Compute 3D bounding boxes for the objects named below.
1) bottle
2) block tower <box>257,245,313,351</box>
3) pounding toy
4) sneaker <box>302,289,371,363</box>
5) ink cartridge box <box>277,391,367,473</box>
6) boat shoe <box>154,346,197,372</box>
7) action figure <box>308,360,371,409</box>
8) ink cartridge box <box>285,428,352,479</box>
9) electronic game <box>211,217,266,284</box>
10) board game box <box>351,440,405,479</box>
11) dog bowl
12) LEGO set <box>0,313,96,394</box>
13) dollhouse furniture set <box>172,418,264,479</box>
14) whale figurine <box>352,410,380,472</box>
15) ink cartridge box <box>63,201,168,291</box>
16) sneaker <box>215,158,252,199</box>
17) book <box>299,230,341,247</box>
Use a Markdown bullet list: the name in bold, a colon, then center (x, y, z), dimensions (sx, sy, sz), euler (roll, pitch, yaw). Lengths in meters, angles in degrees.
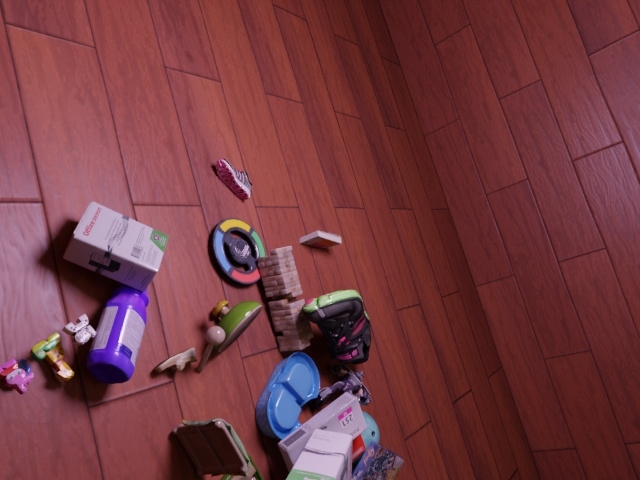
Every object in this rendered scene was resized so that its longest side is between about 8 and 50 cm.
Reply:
- **bottle**: center (-0.480, 0.199, 1.292), dimensions (0.118, 0.092, 0.282), euler (79, 8, -49)
- **block tower**: center (-0.117, 0.192, 1.765), dimensions (0.091, 0.097, 0.335), euler (-13, 91, -59)
- **pounding toy**: center (-0.282, 0.233, 1.521), dimensions (0.110, 0.183, 0.237), euler (41, 39, 7)
- **sneaker**: center (0.087, 0.307, 1.818), dimensions (0.483, 0.185, 0.202), euler (47, 27, -57)
- **ink cartridge box**: center (0.027, 0.637, 1.615), dimensions (0.275, 0.060, 0.238), euler (-29, 111, -29)
- **boat shoe**: center (-0.379, 0.325, 1.412), dimensions (0.135, 0.050, 0.045), euler (-20, 82, -55)
- **action figure**: center (0.085, 0.518, 1.851), dimensions (0.185, 0.099, 0.285), euler (38, 28, 19)
- **ink cartridge box**: center (-0.002, 0.662, 1.394), dimensions (0.289, 0.122, 0.211), euler (-28, 121, -73)
- **electronic game**: center (-0.263, 0.034, 1.729), dimensions (0.229, 0.048, 0.229), euler (30, 49, -41)
- **board game box**: center (0.165, 0.803, 1.757), dimensions (0.165, 0.042, 0.243), euler (41, 77, -37)
- **dog bowl**: center (-0.104, 0.489, 1.666), dimensions (0.166, 0.074, 0.297), euler (53, 38, -20)
- **LEGO set**: center (-0.580, 0.266, 1.141), dimensions (0.093, 0.087, 0.227), euler (49, 36, 0)
- **dollhouse furniture set**: center (-0.215, 0.554, 1.373), dimensions (0.151, 0.198, 0.301), euler (-37, 103, -53)
- **whale figurine**: center (0.100, 0.680, 1.771), dimensions (0.272, 0.141, 0.216), euler (-25, 92, -53)
- **ink cartridge box**: center (-0.501, 0.014, 1.315), dimensions (0.209, 0.087, 0.153), euler (28, 31, -21)
- **sneaker**: center (-0.292, -0.221, 1.822), dimensions (0.170, 0.063, 0.074), euler (51, 38, -30)
- **book**: center (0.000, 0.000, 2.056), dimensions (0.144, 0.096, 0.035), euler (14, 61, -50)
